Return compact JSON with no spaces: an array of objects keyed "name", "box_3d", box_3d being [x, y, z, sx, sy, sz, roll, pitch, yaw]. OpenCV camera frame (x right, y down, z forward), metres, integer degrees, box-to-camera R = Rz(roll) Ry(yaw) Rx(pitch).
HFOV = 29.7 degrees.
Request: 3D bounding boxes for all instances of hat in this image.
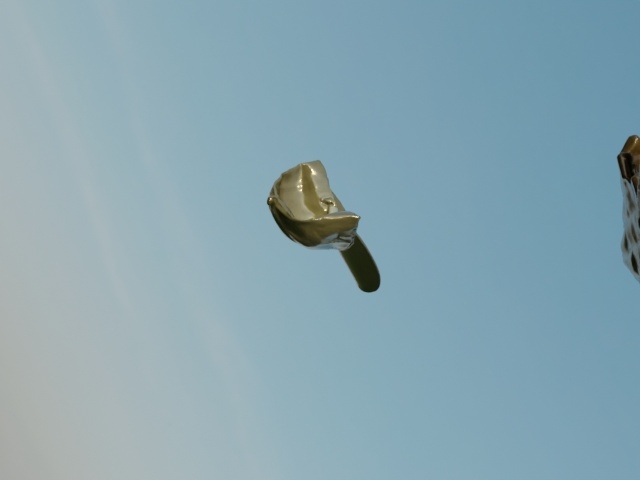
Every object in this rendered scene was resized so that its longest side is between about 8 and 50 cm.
[{"name":"hat","box_3d":[0.000,0.000,1.624,0.166,0.144,0.173,-119,-157,-57]}]

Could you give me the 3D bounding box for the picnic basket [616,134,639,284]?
[{"name":"picnic basket","box_3d":[0.459,-0.048,1.284,0.291,0.254,0.321,-103,-172,-58]}]
